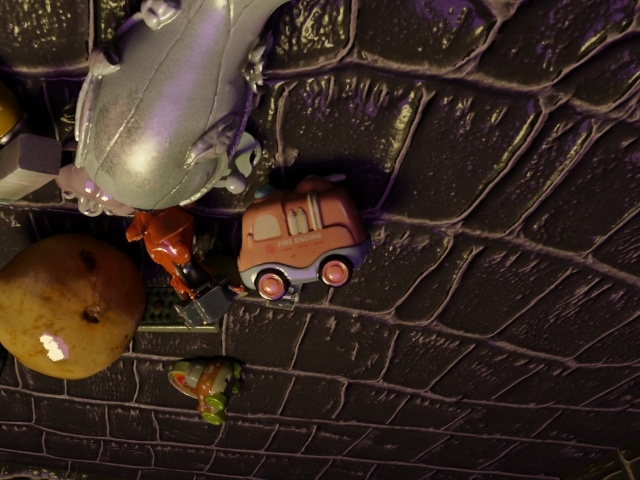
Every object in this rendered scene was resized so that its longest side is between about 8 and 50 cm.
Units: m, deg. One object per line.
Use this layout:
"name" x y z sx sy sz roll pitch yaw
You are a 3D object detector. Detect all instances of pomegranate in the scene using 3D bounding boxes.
"pomegranate" -0.576 0.142 1.292 0.343 0.342 0.342 2 141 2

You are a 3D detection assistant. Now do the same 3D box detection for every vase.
"vase" -0.192 -0.248 0.827 0.250 0.249 0.445 24 131 -23

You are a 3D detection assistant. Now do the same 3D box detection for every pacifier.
"pacifier" -0.160 -0.135 1.063 0.127 0.116 0.150 -7 144 -29

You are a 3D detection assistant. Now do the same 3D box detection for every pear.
"pear" -0.236 0.085 1.344 0.141 0.103 0.141 -6 166 -1

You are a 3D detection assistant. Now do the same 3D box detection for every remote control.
"remote control" -0.384 0.173 1.451 0.286 0.123 0.038 2 142 6

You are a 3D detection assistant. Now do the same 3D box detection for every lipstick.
"lipstick" -0.557 -0.123 1.045 0.068 0.066 0.317 9 168 -40

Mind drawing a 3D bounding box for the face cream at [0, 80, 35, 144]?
"face cream" -0.613 -0.277 0.928 0.105 0.104 0.348 -16 136 23

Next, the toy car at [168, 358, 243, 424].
"toy car" -0.370 0.446 1.790 0.235 0.145 0.235 14 138 13

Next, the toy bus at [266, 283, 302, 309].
"toy bus" -0.073 0.085 1.354 0.081 0.074 0.226 11 141 -7

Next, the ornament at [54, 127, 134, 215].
"ornament" -0.391 -0.121 1.039 0.178 0.177 0.177 2 141 2

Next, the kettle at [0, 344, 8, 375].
"kettle" -1.116 0.370 1.668 0.308 0.203 0.262 19 171 -15

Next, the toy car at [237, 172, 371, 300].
"toy car" -0.042 -0.017 1.137 0.271 0.180 0.212 -12 101 10

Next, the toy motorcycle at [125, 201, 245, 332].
"toy motorcycle" -0.281 0.031 1.164 0.325 0.148 0.221 60 158 -14
